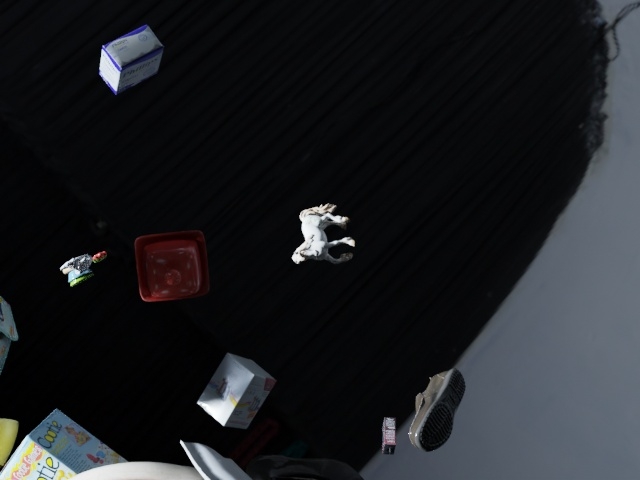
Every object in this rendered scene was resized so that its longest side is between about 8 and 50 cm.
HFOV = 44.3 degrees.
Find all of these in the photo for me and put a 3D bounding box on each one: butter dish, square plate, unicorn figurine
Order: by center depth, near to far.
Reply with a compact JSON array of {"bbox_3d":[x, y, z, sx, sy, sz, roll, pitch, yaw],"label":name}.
[{"bbox_3d":[-0.047,0.419,1.036,0.347,0.049,0.344,56,163,-9],"label":"square plate"},{"bbox_3d":[0.000,0.000,1.327,0.162,0.111,0.060,-111,24,-55],"label":"unicorn figurine"},{"bbox_3d":[-0.332,0.069,1.765,0.118,0.160,0.160,-127,33,-72],"label":"butter dish"}]

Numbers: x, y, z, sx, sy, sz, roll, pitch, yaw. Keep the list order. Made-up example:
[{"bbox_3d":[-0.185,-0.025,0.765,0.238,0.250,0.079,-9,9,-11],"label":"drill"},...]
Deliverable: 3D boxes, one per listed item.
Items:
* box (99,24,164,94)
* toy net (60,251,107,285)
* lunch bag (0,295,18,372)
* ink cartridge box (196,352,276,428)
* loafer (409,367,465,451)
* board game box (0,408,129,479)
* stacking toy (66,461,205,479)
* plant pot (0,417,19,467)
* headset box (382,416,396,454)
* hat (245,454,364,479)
[{"bbox_3d":[-0.455,-0.433,1.892,0.072,0.126,0.137,53,155,3],"label":"box"},{"bbox_3d":[-0.608,0.069,2.046,0.045,0.122,0.232,64,166,0],"label":"toy net"},{"bbox_3d":[-0.923,0.242,2.091,0.160,0.262,0.223,11,155,12],"label":"lunch bag"},{"bbox_3d":[-0.246,0.444,2.311,0.127,0.176,0.128,32,-179,33],"label":"ink cartridge box"},{"bbox_3d":[0.233,0.355,1.632,0.078,0.220,0.080,-17,109,39],"label":"loafer"},{"bbox_3d":[-0.529,0.524,1.709,0.275,0.142,0.144,38,-166,-2],"label":"board game box"},{"bbox_3d":[-0.275,0.603,1.141,0.350,0.350,0.480,55,-160,-38],"label":"stacking toy"},{"bbox_3d":[-0.747,0.461,1.761,0.134,0.134,0.095,78,-177,-67],"label":"plant pot"},{"bbox_3d":[0.177,0.508,2.031,0.032,0.083,0.062,2,140,0],"label":"headset box"},{"bbox_3d":[-0.029,0.612,1.813,0.331,0.134,0.331,8,-174,-1],"label":"hat"}]
